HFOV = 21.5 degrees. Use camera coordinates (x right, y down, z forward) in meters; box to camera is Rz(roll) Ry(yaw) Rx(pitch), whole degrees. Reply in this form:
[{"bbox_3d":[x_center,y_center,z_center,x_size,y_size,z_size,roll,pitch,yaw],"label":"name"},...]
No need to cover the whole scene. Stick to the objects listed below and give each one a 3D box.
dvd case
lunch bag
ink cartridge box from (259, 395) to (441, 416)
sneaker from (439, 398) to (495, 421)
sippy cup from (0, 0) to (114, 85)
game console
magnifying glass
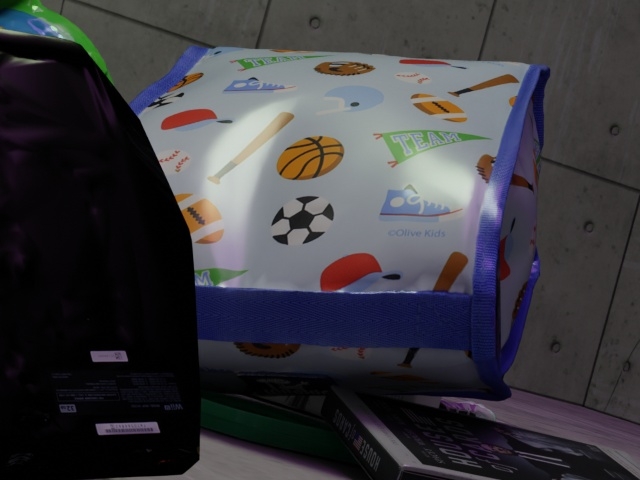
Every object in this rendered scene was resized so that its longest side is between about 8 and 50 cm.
[{"bbox_3d":[0.134,0.156,1.126,0.238,0.030,0.179,15,7,-17],"label":"dvd case"},{"bbox_3d":[0.000,0.000,1.296,0.327,0.239,0.385,2,19,11],"label":"lunch bag"},{"bbox_3d":[0.014,0.086,1.534,0.203,0.148,0.086,16,-1,21],"label":"ink cartridge box"},{"bbox_3d":[0.130,0.183,1.728,0.098,0.038,0.069,6,-1,7],"label":"sneaker"},{"bbox_3d":[-0.352,-0.107,1.643,0.240,0.305,0.224,-36,-7,31],"label":"sippy cup"},{"bbox_3d":[-0.205,-0.004,0.680,0.361,0.213,0.044,5,-33,-39],"label":"game console"},{"bbox_3d":[0.010,0.143,1.183,0.231,0.026,0.092,14,-1,1],"label":"magnifying glass"}]
